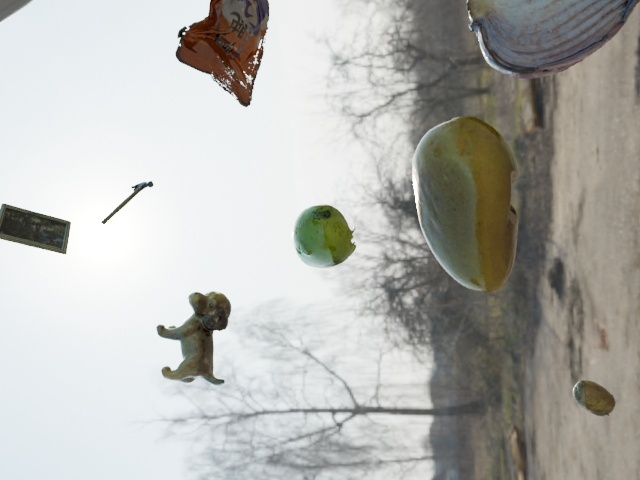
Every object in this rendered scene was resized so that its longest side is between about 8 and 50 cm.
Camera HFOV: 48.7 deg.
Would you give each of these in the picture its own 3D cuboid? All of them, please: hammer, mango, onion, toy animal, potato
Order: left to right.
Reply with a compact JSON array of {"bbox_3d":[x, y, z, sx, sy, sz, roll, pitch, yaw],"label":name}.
[{"bbox_3d":[-0.513,-0.100,1.847,0.182,0.062,0.017,-53,-50,-40],"label":"hammer"},{"bbox_3d":[-0.296,0.228,1.667,0.121,0.168,0.233,57,-150,-64],"label":"toy animal"},{"bbox_3d":[-0.001,0.000,1.316,0.119,0.100,0.178,59,160,13],"label":"mango"},{"bbox_3d":[0.222,-0.054,1.056,0.130,0.167,0.262,-14,-81,-36],"label":"mango"},{"bbox_3d":[0.450,-0.436,1.289,0.159,0.348,0.267,-23,-70,-67],"label":"onion"},{"bbox_3d":[0.485,0.280,1.255,0.051,0.083,0.040,-55,7,-2],"label":"potato"}]

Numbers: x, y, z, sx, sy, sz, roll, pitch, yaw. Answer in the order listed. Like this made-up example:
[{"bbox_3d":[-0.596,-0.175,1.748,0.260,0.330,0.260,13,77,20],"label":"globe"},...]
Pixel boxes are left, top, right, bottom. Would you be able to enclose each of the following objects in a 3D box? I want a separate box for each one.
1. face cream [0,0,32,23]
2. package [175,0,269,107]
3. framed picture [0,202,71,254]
[{"bbox_3d":[-0.450,-0.362,0.933,0.163,0.336,0.080,55,176,8],"label":"face cream"},{"bbox_3d":[-0.077,-0.175,0.596,0.077,0.033,0.111,37,-116,-51],"label":"package"},{"bbox_3d":[-0.749,-0.032,1.848,0.011,0.183,0.142,-59,28,31],"label":"framed picture"}]
